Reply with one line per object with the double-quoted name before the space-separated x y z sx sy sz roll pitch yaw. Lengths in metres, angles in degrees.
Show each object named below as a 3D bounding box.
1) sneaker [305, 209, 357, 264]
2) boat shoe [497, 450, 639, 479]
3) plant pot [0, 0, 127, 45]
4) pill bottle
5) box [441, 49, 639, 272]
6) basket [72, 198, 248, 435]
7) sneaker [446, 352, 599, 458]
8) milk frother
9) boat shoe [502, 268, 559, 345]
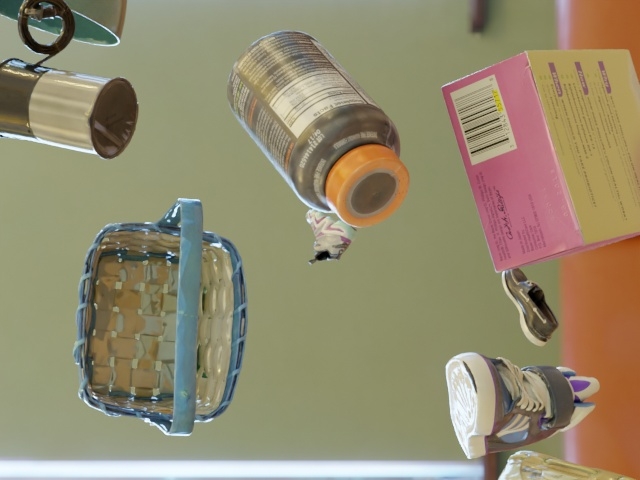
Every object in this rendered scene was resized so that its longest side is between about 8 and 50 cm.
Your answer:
"sneaker" 0.000 0.000 1.854 0.098 0.038 0.069 24 83 53
"boat shoe" 0.301 0.260 1.324 0.104 0.285 0.089 80 -149 -41
"plant pot" -0.422 -0.448 2.181 0.290 0.290 0.195 113 176 -85
"pill bottle" 0.002 -0.117 1.519 0.246 0.130 0.130 53 151 43
"box" 0.272 -0.094 1.552 0.243 0.117 0.213 -11 -97 -51
"basket" -0.181 0.088 1.607 0.289 0.201 0.255 164 110 -76
"sneaker" 0.332 0.235 2.222 0.323 0.236 0.130 82 168 -61
"milk frother" -0.254 -0.170 1.416 0.129 0.134 0.143 -42 -42 -54
"boat shoe" 0.259 0.073 1.708 0.038 0.046 0.125 -50 32 29
